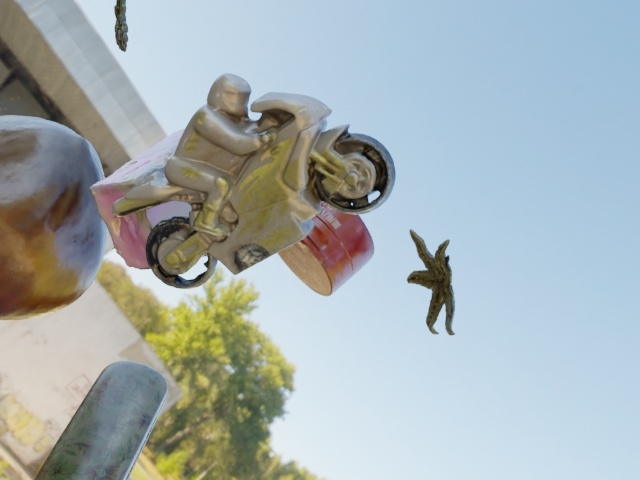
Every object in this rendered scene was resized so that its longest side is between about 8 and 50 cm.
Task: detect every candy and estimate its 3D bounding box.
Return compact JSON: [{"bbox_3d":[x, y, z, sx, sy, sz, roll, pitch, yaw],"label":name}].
[{"bbox_3d":[-0.243,-0.080,1.131,0.115,0.265,0.156,-3,-62,26],"label":"candy"}]

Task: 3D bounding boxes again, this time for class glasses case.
[{"bbox_3d":[-0.440,0.407,1.371,0.156,0.425,0.098,16,-58,0],"label":"glasses case"}]

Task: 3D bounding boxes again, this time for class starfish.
[{"bbox_3d":[0.199,0.078,1.227,0.176,0.053,0.208,-164,-115,-65],"label":"starfish"}]

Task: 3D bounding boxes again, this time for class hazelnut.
[{"bbox_3d":[-0.551,-0.050,1.244,0.409,0.359,0.359,-98,171,-46],"label":"hazelnut"}]

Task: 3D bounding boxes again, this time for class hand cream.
[{"bbox_3d":[0.000,0.000,1.303,0.193,0.125,0.193,40,-22,20],"label":"hand cream"}]

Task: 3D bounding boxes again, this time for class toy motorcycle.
[{"bbox_3d":[-0.096,-0.079,0.810,0.223,0.340,0.108,61,16,-9],"label":"toy motorcycle"}]

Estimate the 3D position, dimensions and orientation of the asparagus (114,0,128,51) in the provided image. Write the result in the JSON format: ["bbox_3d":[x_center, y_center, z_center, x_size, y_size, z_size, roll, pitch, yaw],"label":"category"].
[{"bbox_3d":[-0.281,-0.398,0.976,0.025,0.024,0.249,9,-86,60],"label":"asparagus"}]
